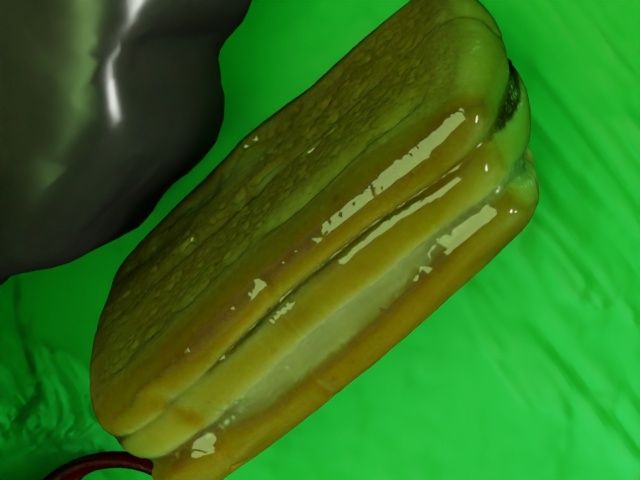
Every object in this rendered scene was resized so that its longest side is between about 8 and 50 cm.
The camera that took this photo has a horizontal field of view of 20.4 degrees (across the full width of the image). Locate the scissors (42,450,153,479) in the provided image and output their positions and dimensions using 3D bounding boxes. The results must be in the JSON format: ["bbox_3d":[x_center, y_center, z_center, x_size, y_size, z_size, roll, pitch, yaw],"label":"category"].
[{"bbox_3d":[-0.171,0.118,0.771,0.248,0.017,0.144,25,103,16],"label":"scissors"}]

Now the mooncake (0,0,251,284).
[{"bbox_3d":[-0.157,-0.115,0.674,0.283,0.141,0.283,5,103,24],"label":"mooncake"}]

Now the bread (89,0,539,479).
[{"bbox_3d":[0.000,0.000,0.654,0.200,0.116,0.077,-41,107,18],"label":"bread"}]
